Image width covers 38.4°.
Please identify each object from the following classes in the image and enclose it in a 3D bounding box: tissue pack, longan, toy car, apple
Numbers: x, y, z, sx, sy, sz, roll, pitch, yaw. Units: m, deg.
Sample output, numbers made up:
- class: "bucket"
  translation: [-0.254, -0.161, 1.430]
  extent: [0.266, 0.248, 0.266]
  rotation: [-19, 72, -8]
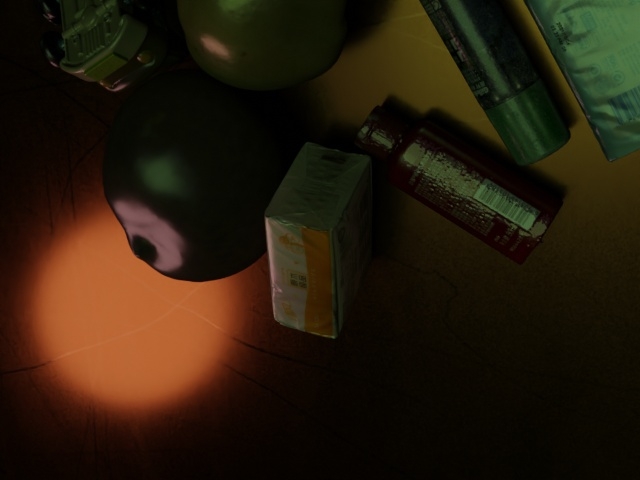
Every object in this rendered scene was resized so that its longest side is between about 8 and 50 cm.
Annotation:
- class: "tissue pack"
  translation: [0.400, -0.259, 1.202]
  extent: [0.177, 0.089, 0.263]
  rotation: [-26, 99, 29]
- class: "longan"
  translation: [-0.187, -0.093, 1.426]
  extent: [0.288, 0.288, 0.350]
  rotation: [2, 126, 22]
- class: "toy car"
  translation: [-0.293, -0.340, 1.403]
  extent: [0.204, 0.198, 0.248]
  rotation: [-26, 64, 28]
- class: "apple"
  translation: [-0.077, -0.337, 1.279]
  extent: [0.262, 0.262, 0.262]
  rotation: [9, 117, 19]
- class: "tissue pack"
  translation: [0.000, 0.000, 1.399]
  extent: [0.124, 0.185, 0.225]
  rotation: [14, 136, 17]

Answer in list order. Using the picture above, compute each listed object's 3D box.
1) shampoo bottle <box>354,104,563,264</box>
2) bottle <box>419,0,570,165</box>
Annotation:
- class: "shampoo bottle"
  translation: [0.199, -0.090, 1.370]
  extent: [0.314, 0.076, 0.118]
  rotation: [32, 123, 6]
- class: "bottle"
  translation: [0.229, -0.262, 1.267]
  extent: [0.093, 0.093, 0.330]
  rotation: [-26, 102, 30]
